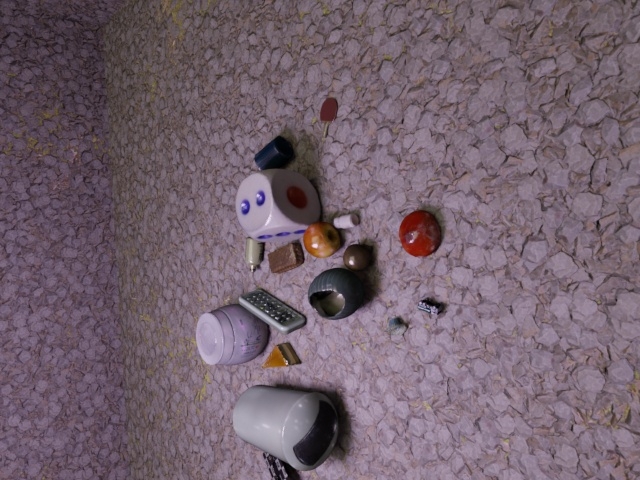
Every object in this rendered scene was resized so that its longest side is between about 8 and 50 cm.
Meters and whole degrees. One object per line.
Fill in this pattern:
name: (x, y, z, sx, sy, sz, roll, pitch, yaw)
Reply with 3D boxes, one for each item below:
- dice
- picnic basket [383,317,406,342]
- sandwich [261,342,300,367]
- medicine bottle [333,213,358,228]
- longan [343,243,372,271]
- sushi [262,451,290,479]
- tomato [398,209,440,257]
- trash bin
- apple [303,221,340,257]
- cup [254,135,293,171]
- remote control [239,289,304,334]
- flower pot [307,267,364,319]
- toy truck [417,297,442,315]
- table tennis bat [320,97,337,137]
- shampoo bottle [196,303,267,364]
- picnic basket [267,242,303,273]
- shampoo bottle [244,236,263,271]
dice: (-0.173, -0.135, 1.937, 0.251, 0.259, 0.242, -23, 72, 43)
picnic basket: (0.261, 0.314, 1.654, 0.083, 0.065, 0.083, -33, 46, 35)
sandwich: (-0.173, 0.538, 2.060, 0.113, 0.079, 0.163, 53, 123, 32)
medicine bottle: (0.098, -0.072, 1.812, 0.089, 0.052, 0.052, -7, 85, 44)
longan: (0.138, 0.058, 1.749, 0.119, 0.106, 0.106, -44, 52, -10)
sushi: (-0.172, 0.990, 2.083, 0.215, 0.051, 0.192, 57, 142, 33)
tomato: (0.315, -0.024, 1.575, 0.139, 0.091, 0.159, -14, 78, 42)
trash bin: (-0.133, 0.727, 1.894, 0.432, 0.281, 0.280, -7, 86, 47)
apple: (0.000, 0.000, 1.851, 0.147, 0.147, 0.146, 0, 91, 44)
cup: (-0.205, -0.383, 2.063, 0.138, 0.114, 0.150, -32, 70, 38)
remote control: (-0.216, 0.311, 2.070, 0.335, 0.128, 0.065, 25, 120, 42)
flower pot: (0.057, 0.196, 1.762, 0.189, 0.157, 0.243, 57, 145, -4)
toy truck: (0.360, 0.220, 1.570, 0.083, 0.039, 0.044, 18, 120, 44)
table tennis bat: (0.029, -0.490, 1.906, 0.087, 0.013, 0.156, 16, 100, 41)
shampoo bottle: (-0.402, 0.427, 2.155, 0.273, 0.266, 0.272, 2, 93, 44)
picnic basket: (-0.156, 0.077, 2.061, 0.193, 0.055, 0.110, -25, 73, 43)
shampoo bottle: (-0.307, 0.066, 2.188, 0.079, 0.079, 0.161, 9, 97, 44)
